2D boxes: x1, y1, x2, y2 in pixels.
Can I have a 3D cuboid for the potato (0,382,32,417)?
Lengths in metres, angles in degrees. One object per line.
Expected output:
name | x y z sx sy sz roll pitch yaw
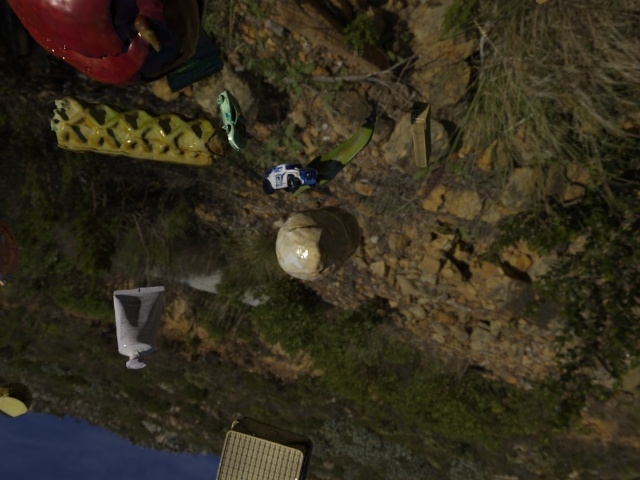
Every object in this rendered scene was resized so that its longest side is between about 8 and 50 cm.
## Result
potato | -0.774 0.397 1.091 0.066 0.103 0.096 -85 -27 -49

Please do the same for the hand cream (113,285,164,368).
hand cream | -0.307 0.145 0.723 0.084 0.053 0.142 -4 -125 -15

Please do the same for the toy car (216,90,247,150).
toy car | -0.243 -0.342 1.223 0.093 0.058 0.186 39 -146 -64

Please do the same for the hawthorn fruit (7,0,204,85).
hawthorn fruit | -0.151 -0.187 0.319 0.148 0.148 0.172 24 -157 -51

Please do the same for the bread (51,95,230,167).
bread | -0.285 -0.174 0.707 0.270 0.098 0.087 5 -134 -12

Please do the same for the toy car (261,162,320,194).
toy car | -0.083 -0.157 1.075 0.080 0.070 0.171 -15 -170 -40

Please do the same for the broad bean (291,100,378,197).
broad bean | 0.045 -0.220 1.114 0.075 0.325 0.067 49 -166 -5

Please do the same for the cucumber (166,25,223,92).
cucumber | -0.249 -0.336 0.806 0.062 0.115 0.116 61 175 13

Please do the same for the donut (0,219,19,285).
donut | -0.585 -0.002 0.716 0.166 0.117 0.065 29 158 -19

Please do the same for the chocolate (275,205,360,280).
chocolate | 0.000 0.000 0.829 0.134 0.134 0.309 26 -167 8

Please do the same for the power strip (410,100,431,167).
power strip | 0.290 -0.296 1.218 0.044 0.064 0.305 14 165 21

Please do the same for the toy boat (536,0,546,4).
toy boat | 0.316 -0.310 0.445 0.057 0.077 0.200 37 161 -28

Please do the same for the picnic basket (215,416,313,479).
picnic basket | -0.105 0.414 0.802 0.164 0.115 0.079 12 174 10
